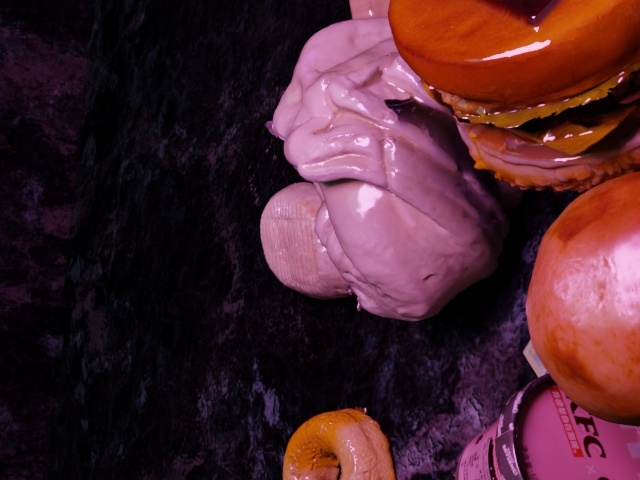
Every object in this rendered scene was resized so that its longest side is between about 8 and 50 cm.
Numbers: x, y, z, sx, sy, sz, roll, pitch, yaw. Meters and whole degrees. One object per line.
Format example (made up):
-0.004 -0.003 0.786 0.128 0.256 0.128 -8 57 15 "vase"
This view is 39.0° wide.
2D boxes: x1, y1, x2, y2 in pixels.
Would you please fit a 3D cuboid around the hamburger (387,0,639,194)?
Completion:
0.217 -0.176 0.749 0.291 0.225 0.290 -22 43 22 "hamburger"

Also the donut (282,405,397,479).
0.016 0.284 1.145 0.181 0.078 0.146 -14 72 55 "donut"

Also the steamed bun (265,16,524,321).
0.104 -0.091 0.948 0.206 0.275 0.319 -15 105 44 "steamed bun"

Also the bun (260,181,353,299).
0.000 0.000 1.229 0.188 0.111 0.163 4 102 56 "bun"

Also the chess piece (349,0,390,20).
0.176 -0.296 1.026 0.301 0.137 0.137 -2 79 47 "chess piece"

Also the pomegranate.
0.261 0.054 0.673 0.215 0.215 0.215 -23 62 54 "pomegranate"

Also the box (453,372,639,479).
0.199 0.209 0.801 0.135 0.151 0.151 129 139 -51 "box"

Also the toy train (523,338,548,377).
0.244 0.096 0.852 0.122 0.050 0.081 -65 27 27 "toy train"
